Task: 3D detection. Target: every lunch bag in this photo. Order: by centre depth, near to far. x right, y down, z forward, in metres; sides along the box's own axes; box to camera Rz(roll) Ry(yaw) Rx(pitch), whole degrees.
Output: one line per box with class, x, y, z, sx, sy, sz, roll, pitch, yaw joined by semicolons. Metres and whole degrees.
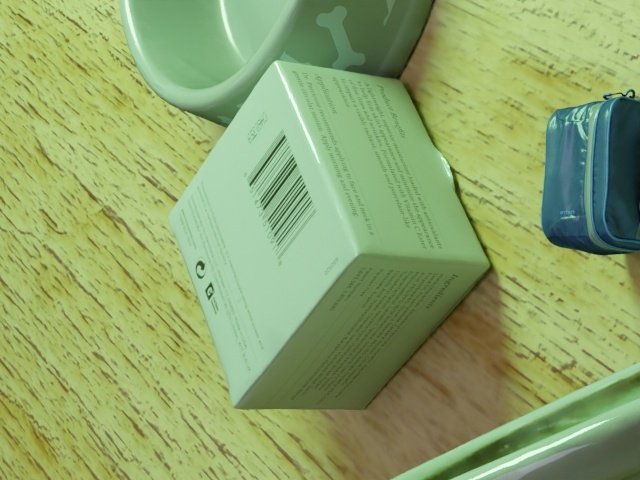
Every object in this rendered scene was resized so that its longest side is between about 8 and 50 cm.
lunch bag;0.177;-0.041;0.979;0.065;0.067;0.098;-5;80;54

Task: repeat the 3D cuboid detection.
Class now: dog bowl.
dog bowl;-0.045;-0.247;1.294;0.349;0.102;0.349;-10;78;54

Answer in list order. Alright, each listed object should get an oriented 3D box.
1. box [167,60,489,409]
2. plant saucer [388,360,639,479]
box;0.000;0.000;1.178;0.182;0.119;0.181;-53;46;37
plant saucer;0.160;0.104;0.735;0.400;0.400;0.100;-32;81;48
